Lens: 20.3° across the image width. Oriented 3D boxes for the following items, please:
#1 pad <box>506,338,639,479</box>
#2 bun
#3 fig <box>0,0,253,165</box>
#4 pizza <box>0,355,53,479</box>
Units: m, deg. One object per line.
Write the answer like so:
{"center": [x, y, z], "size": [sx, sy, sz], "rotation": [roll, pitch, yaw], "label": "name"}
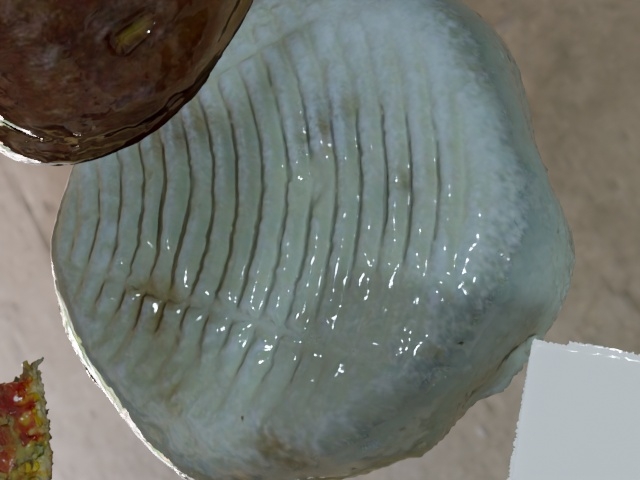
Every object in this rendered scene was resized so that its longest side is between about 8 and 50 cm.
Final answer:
{"center": [0.148, 0.155, 0.751], "size": [0.156, 0.232, 0.004], "rotation": [8, 154, 7], "label": "pad"}
{"center": [-0.006, 0.000, 1.169], "size": [0.354, 0.354, 0.194], "rotation": [36, 178, 29], "label": "bun"}
{"center": [-0.069, -0.165, 0.714], "size": [0.145, 0.274, 0.170], "rotation": [22, 158, 42], "label": "fig"}
{"center": [-0.212, 0.135, 1.145], "size": [0.099, 0.029, 0.100], "rotation": [-33, 46, 30], "label": "pizza"}
